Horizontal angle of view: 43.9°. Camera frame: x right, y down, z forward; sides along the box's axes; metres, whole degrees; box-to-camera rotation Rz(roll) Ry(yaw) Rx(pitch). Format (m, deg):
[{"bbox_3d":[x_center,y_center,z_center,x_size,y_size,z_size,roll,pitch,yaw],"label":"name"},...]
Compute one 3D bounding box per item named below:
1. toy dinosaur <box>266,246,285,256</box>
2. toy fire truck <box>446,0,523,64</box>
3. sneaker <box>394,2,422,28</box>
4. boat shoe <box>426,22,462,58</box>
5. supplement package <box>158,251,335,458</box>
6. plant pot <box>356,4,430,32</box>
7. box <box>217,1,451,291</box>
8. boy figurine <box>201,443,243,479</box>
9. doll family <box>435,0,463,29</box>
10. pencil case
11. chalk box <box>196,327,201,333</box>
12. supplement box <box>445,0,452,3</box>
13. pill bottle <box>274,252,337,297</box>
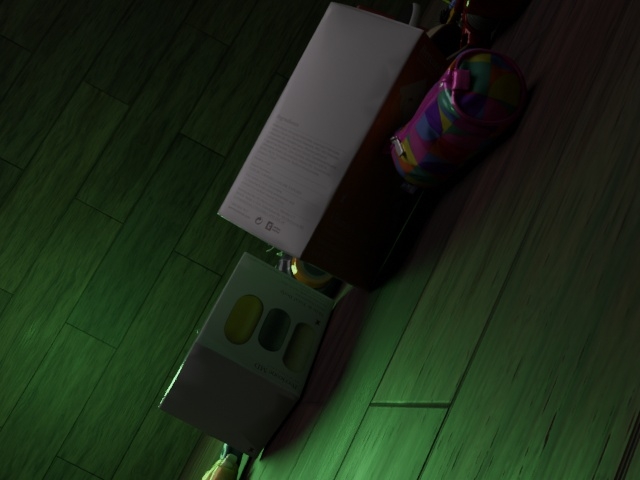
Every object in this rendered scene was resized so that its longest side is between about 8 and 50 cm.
[{"bbox_3d":[0.004,-0.079,2.027,0.313,0.160,0.121,-63,5,-15],"label":"toy dinosaur"},{"bbox_3d":[0.242,-0.361,1.258,0.217,0.158,0.246,95,-176,-87],"label":"toy fire truck"},{"bbox_3d":[0.075,-0.352,1.487,0.295,0.147,0.104,-60,2,-12],"label":"sneaker"},{"bbox_3d":[0.128,-0.266,1.367,0.302,0.109,0.098,-45,28,-20],"label":"boat shoe"},{"bbox_3d":[-0.126,0.203,1.431,0.198,0.199,0.262,-58,5,36],"label":"supplement package"},{"bbox_3d":[0.149,-0.408,1.862,0.275,0.243,0.275,-60,4,8],"label":"plant pot"},{"bbox_3d":[0.044,-0.129,1.158,0.215,0.168,0.345,27,-89,-57],"label":"box"},{"bbox_3d":[-0.207,0.462,1.480,0.285,0.092,0.177,-61,5,-39],"label":"boy figurine"},{"bbox_3d":[0.313,-0.518,1.808,0.111,0.076,0.193,-64,-3,36],"label":"doll family"},{"bbox_3d":[0.154,-0.137,0.948,0.104,0.104,0.236,-63,5,-20],"label":"pencil case"},{"bbox_3d":[-0.197,0.266,1.659,0.132,0.132,0.213,-57,48,49],"label":"chalk box"},{"bbox_3d":[0.363,-0.697,1.941,0.191,0.129,0.194,-61,4,1],"label":"supplement box"},{"bbox_3d":[-0.041,0.090,1.656,0.130,0.130,0.245,-64,5,-28],"label":"pill bottle"}]
